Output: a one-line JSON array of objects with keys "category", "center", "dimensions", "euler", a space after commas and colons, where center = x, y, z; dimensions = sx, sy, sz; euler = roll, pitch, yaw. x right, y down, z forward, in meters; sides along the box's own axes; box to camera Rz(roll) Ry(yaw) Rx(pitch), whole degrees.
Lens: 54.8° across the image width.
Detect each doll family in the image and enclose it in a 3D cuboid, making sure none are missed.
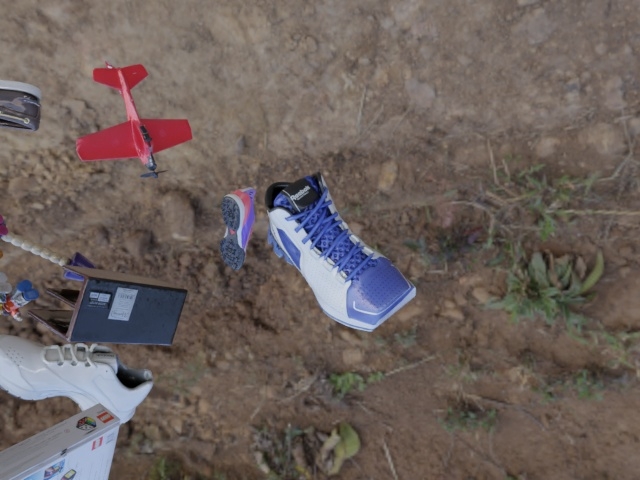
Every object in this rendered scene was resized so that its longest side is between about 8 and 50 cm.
[{"category": "doll family", "center": [-0.755, 0.072, 1.370], "dimensions": [0.163, 0.263, 0.118], "euler": [-28, 176, 35]}]

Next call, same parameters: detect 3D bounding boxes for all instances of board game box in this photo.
[{"category": "board game box", "center": [-0.387, 0.388, 0.841], "dimensions": [0.053, 0.305, 0.193], "euler": [29, -156, 24]}]

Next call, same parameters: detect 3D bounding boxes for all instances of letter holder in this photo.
[{"category": "letter holder", "center": [-0.525, 0.150, 1.528], "dimensions": [0.214, 0.152, 0.302], "euler": [17, 180, 35]}]

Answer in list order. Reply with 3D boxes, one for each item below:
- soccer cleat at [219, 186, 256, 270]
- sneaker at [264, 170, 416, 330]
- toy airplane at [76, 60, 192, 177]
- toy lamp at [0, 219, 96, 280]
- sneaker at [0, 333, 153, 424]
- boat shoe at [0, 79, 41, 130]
[{"category": "soccer cleat", "center": [-0.267, -0.034, 2.075], "dimensions": [0.109, 0.116, 0.318], "euler": [29, 134, 25]}, {"category": "sneaker", "center": [-0.001, -0.001, 1.003], "dimensions": [0.315, 0.127, 0.182], "euler": [39, 161, 34]}, {"category": "toy airplane", "center": [-0.215, -0.144, 0.718], "dimensions": [0.151, 0.151, 0.028], "euler": [12, 159, -36]}, {"category": "toy lamp", "center": [-0.729, 0.030, 1.628], "dimensions": [0.275, 0.080, 0.080], "euler": [31, 151, -24]}, {"category": "sneaker", "center": [-0.430, 0.221, 1.083], "dimensions": [0.297, 0.111, 0.129], "euler": [31, 117, -36]}, {"category": "boat shoe", "center": [-0.781, -0.293, 1.335], "dimensions": [0.324, 0.096, 0.116], "euler": [0, 171, -22]}]
